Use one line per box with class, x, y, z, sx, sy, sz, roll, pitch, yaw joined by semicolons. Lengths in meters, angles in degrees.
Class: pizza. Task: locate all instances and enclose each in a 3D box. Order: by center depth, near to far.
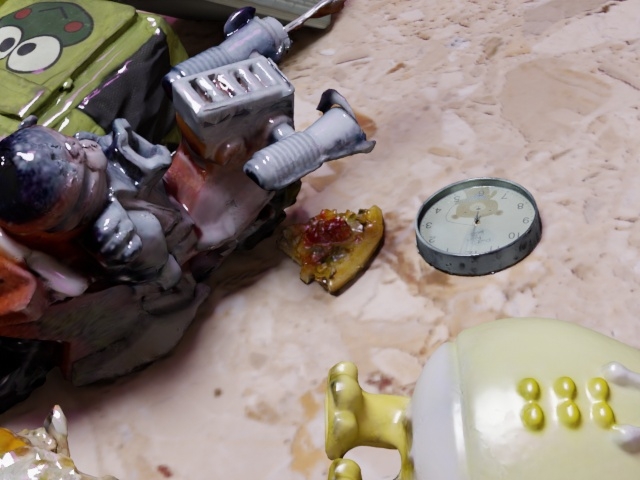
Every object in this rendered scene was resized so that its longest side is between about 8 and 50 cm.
pizza;0.000;0.000;0.759;0.078;0.025;0.083;6;44;25

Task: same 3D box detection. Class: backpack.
backpack;-0.223;-0.076;0.856;0.207;0.140;0.253;16;57;37

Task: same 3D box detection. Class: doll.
doll;0.147;0.092;0.512;0.296;0.117;0.141;-11;48;10

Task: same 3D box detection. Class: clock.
clock;0.103;-0.011;0.738;0.085;0.017;0.085;-11;39;9

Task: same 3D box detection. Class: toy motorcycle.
toy motorcycle;-0.085;-0.043;0.704;0.401;0.207;0.134;-32;61;-20

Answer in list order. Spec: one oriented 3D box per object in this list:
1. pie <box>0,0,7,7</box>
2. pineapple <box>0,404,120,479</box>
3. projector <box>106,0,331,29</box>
pie;-0.354;-0.300;1.172;0.302;0.067;0.303;-15;51;20
pineapple;-0.176;0.173;0.547;0.186;0.114;0.236;-30;42;-16
projector;-0.128;-0.246;0.949;0.192;0.099;0.256;9;7;32
